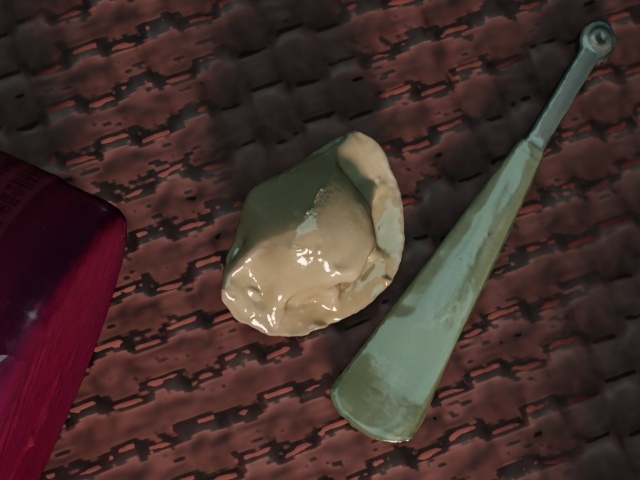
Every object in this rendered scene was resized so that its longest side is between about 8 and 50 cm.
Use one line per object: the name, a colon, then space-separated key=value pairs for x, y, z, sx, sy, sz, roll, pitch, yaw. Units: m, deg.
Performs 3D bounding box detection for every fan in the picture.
fan: x=0.066 y=-0.006 z=0.733 sx=0.038 sy=0.016 sz=0.193 roll=32 pitch=81 yaw=0

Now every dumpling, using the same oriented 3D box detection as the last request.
dumpling: x=-0.002 y=0.000 z=0.719 sx=0.052 sy=0.057 sz=0.076 roll=-5 pitch=47 yaw=31

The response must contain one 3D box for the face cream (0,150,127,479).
face cream: x=-0.187 y=0.030 z=0.633 sx=0.195 sy=0.175 sz=0.175 roll=23 pitch=80 yaw=2
